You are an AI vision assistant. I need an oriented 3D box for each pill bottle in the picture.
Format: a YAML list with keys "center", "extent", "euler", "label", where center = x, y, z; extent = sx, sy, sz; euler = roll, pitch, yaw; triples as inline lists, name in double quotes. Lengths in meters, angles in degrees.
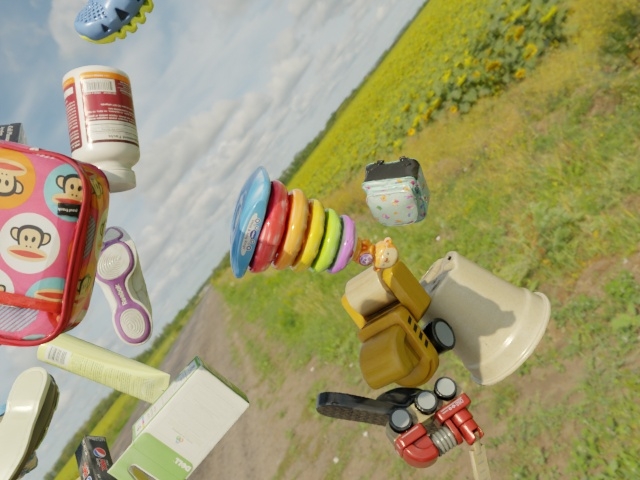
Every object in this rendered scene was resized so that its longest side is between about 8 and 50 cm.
- center: [-0.284, -0.142, 0.757]
  extent: [0.086, 0.152, 0.086]
  euler: [-9, -5, -1]
  label: "pill bottle"

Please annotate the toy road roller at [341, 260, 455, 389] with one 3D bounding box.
- center: [0.181, 0.240, 1.536]
  extent: [0.202, 0.329, 0.240]
  euler: [-37, -2, 38]
  label: "toy road roller"

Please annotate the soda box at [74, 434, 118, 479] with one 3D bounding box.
- center: [-0.504, 0.523, 1.303]
  extent: [0.060, 0.053, 0.169]
  euler: [-58, 42, 13]
  label: "soda box"

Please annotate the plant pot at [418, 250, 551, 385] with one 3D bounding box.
- center: [0.447, 0.204, 1.718]
  extent: [0.334, 0.305, 0.334]
  euler: [-52, 4, 5]
  label: "plant pot"

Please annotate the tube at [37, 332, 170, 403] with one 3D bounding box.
- center: [-0.384, 0.229, 1.040]
  extent: [0.070, 0.240, 0.062]
  euler: [92, -161, -76]
  label: "tube"

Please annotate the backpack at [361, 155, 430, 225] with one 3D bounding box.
- center: [0.215, -0.119, 1.591]
  extent: [0.166, 0.188, 0.144]
  euler: [-8, 55, 25]
  label: "backpack"

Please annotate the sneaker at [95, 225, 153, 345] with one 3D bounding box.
- center: [-0.500, 0.117, 1.459]
  extent: [0.114, 0.305, 0.152]
  euler: [-13, -5, -14]
  label: "sneaker"

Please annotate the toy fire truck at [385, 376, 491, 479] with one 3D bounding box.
- center: [0.308, 0.503, 1.427]
  extent: [0.217, 0.246, 0.158]
  euler: [-30, -32, -15]
  label: "toy fire truck"

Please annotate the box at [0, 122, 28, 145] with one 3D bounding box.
- center: [-0.789, -0.059, 1.277]
  extent: [0.179, 0.312, 0.343]
  euler: [-119, 25, -46]
  label: "box"

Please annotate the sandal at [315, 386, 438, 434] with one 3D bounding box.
- center: [0.211, 0.461, 1.628]
  extent: [0.167, 0.445, 0.107]
  euler: [114, 166, -57]
  label: "sandal"

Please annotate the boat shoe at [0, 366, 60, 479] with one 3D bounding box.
- center: [-0.666, 0.438, 1.280]
  extent: [0.091, 0.109, 0.305]
  euler: [78, -163, -52]
  label: "boat shoe"

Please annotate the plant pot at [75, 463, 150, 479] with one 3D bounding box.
- center: [-0.498, 0.694, 1.370]
  extent: [0.254, 0.254, 0.239]
  euler: [-54, 16, -16]
  label: "plant pot"

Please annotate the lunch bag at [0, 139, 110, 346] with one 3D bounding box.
- center: [-0.408, 0.007, 0.660]
  extent: [0.120, 0.293, 0.258]
  euler: [-135, 57, -84]
  label: "lunch bag"

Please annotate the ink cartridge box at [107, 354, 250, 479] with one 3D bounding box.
- center: [-0.225, 0.302, 0.924]
  extent: [0.209, 0.109, 0.062]
  euler: [-49, 18, -9]
  label: "ink cartridge box"

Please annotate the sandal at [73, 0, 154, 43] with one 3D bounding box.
- center: [-0.329, -0.485, 0.994]
  extent: [0.317, 0.126, 0.138]
  euler: [-59, -31, -7]
  label: "sandal"

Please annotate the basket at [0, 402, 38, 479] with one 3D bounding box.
- center: [-0.908, 0.571, 1.575]
  extent: [0.254, 0.201, 0.289]
  euler: [-30, -34, -24]
  label: "basket"

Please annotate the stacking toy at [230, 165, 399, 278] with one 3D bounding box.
- center: [0.000, 0.000, 1.001]
  extent: [0.166, 0.302, 0.175]
  euler: [-116, 44, -68]
  label: "stacking toy"
